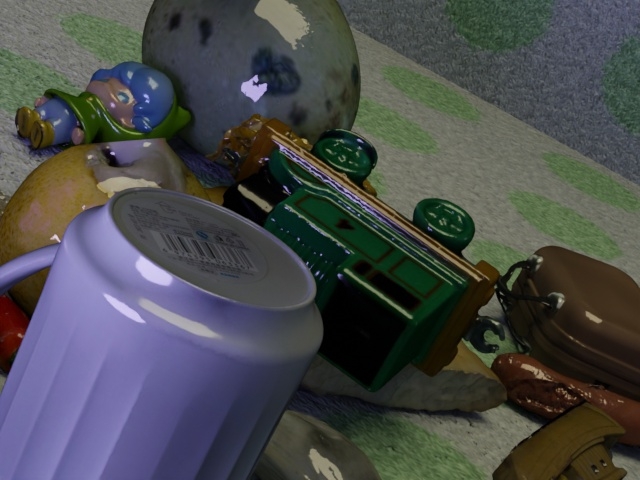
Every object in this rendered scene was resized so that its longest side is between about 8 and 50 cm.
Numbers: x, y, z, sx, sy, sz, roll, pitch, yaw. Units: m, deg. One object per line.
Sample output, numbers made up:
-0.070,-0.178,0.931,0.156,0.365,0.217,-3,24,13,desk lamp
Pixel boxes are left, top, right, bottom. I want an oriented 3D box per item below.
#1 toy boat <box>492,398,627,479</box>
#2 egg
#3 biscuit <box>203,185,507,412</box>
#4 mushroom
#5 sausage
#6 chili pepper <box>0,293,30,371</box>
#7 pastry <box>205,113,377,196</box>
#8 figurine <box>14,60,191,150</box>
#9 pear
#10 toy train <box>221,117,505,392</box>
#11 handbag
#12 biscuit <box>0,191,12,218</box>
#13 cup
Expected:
0.316,0.295,1.738,0.121,0.089,0.321,47,26,17,toy boat
-0.109,-0.287,2.235,0.345,0.345,0.428,9,35,-39,egg
-0.018,0.075,1.836,0.429,0.104,0.446,6,32,-44,biscuit
0.048,0.297,1.413,0.351,0.097,0.109,40,27,21,mushroom
0.393,0.241,1.968,0.326,0.079,0.087,20,33,-14,sausage
-0.338,0.095,1.476,0.191,0.050,0.059,53,-11,45,chili pepper
-0.040,-0.090,1.887,0.250,0.102,0.154,32,18,9,pastry
-0.328,-0.189,2.055,0.263,0.143,0.162,-17,37,-38,figurine
-0.240,0.009,1.562,0.271,0.271,0.271,23,21,-10,pear
0.027,0.023,1.658,0.429,0.178,0.249,35,34,12,toy train
0.395,0.125,2.150,0.283,0.149,0.302,23,23,-16,handbag
-0.461,-0.055,1.711,0.250,0.032,0.133,32,23,11,biscuit
-0.190,0.119,1.212,0.323,0.327,0.237,31,21,15,cup
